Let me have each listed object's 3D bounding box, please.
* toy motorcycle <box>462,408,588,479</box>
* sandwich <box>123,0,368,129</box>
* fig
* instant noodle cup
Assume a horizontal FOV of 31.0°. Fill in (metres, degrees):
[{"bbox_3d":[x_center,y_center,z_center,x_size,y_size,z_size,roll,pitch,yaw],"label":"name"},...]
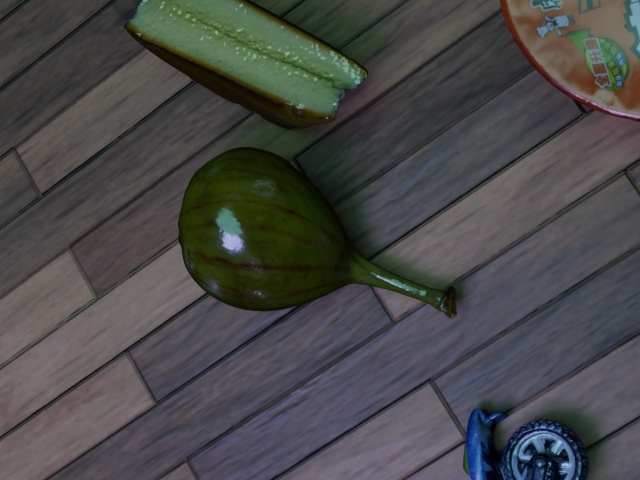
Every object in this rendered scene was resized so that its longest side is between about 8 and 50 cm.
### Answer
[{"bbox_3d":[0.164,0.273,0.988,0.135,0.092,0.254,-2,77,27],"label":"toy motorcycle"},{"bbox_3d":[-0.062,-0.172,1.091,0.244,0.088,0.090,29,87,21],"label":"sandwich"},{"bbox_3d":[0.000,0.000,1.049,0.259,0.151,0.151,10,90,-7],"label":"fig"},{"bbox_3d":[0.280,-0.205,0.924,0.250,0.192,0.250,-1,87,18],"label":"instant noodle cup"}]
